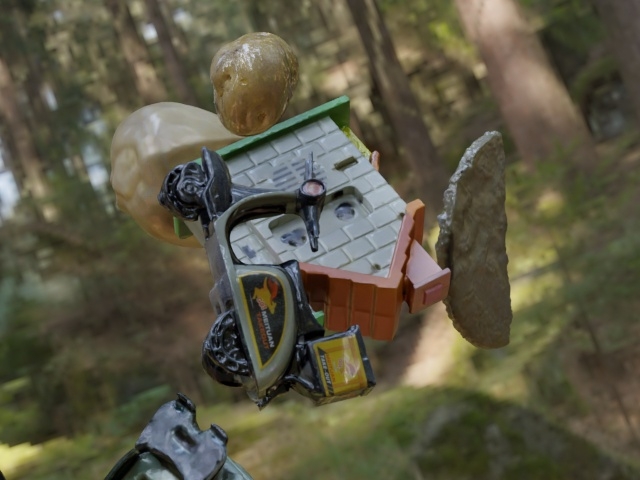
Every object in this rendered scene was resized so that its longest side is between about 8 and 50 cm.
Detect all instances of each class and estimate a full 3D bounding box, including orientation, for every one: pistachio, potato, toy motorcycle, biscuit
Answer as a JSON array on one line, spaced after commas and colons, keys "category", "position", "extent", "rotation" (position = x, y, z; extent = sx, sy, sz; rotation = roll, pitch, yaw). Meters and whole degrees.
[{"category": "pistachio", "position": [-0.163, -0.088, 2.183], "extent": [0.187, 0.187, 0.299], "rotation": [-25, -10, 19]}, {"category": "potato", "position": [-0.043, -0.109, 1.140], "extent": [0.083, 0.062, 0.068], "rotation": [-34, -26, -48]}, {"category": "toy motorcycle", "position": [-0.053, 0.030, 1.569], "extent": [0.157, 0.263, 0.091], "rotation": [-12, -13, -12]}, {"category": "biscuit", "position": [0.168, 0.011, 1.864], "extent": [0.032, 0.250, 0.133], "rotation": [6, 17, 36]}]

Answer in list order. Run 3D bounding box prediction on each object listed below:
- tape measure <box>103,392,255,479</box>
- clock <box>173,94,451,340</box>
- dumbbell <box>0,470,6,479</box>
[{"category": "tape measure", "position": [-0.106, 0.228, 1.096], "extent": [0.207, 0.115, 0.235], "rotation": [-44, -34, -7]}, {"category": "clock", "position": [0.000, 0.000, 1.759], "extent": [0.220, 0.255, 0.106], "rotation": [-25, -35, -21]}, {"category": "dumbbell", "position": [-0.445, 0.318, 2.069], "extent": [0.099, 0.099, 0.208], "rotation": [-10, -9, -37]}]
